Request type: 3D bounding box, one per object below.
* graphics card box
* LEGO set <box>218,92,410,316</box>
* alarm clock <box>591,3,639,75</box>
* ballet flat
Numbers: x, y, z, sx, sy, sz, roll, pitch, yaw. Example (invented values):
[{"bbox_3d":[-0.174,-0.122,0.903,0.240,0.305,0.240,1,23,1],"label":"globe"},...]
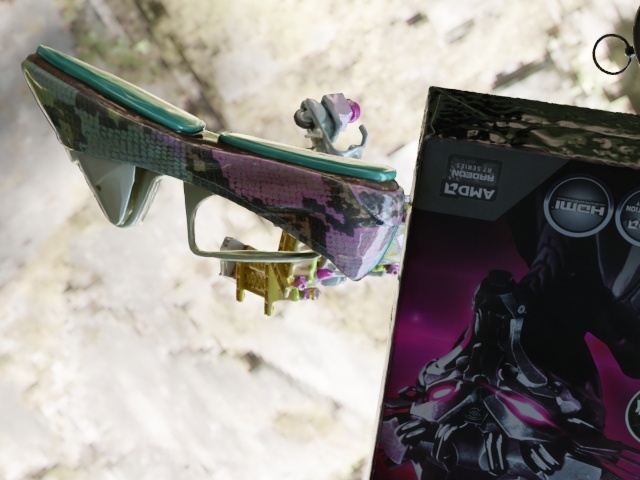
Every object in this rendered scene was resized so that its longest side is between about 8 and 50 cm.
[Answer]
[{"bbox_3d":[0.159,0.089,1.138,0.233,0.371,0.094,10,-152,2],"label":"graphics card box"},{"bbox_3d":[0.000,0.000,1.426,0.287,0.107,0.132,121,-37,-55],"label":"LEGO set"},{"bbox_3d":[0.335,-0.185,1.487,0.192,0.129,0.064,-9,-163,32],"label":"alarm clock"},{"bbox_3d":[-0.066,-0.033,0.867,0.077,0.221,0.079,-32,141,-78],"label":"ballet flat"}]
